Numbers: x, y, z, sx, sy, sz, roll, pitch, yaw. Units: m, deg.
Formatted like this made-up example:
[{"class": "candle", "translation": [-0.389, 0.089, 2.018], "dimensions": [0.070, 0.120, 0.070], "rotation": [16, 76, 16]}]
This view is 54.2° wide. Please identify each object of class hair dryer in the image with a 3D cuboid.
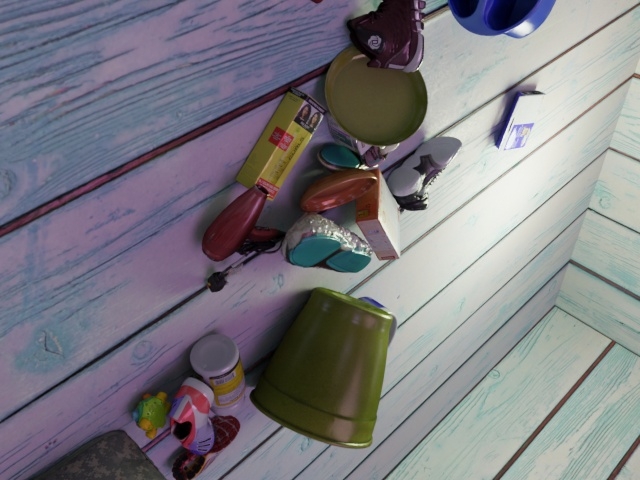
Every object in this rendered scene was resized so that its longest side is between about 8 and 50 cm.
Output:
[{"class": "hair dryer", "translation": [-0.166, -0.023, 1.378], "dimensions": [0.223, 0.080, 0.294], "rotation": [-37, 162, -30]}]

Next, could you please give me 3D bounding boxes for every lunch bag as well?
[{"class": "lunch bag", "translation": [-0.480, 0.576, 1.363], "dimensions": [0.287, 0.235, 0.169], "rotation": [-31, 134, -32]}]

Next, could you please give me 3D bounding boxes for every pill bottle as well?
[{"class": "pill bottle", "translation": [-0.249, 0.340, 1.558], "dimensions": [0.119, 0.119, 0.209], "rotation": [-35, 143, -29]}]

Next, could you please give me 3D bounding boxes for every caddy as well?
[{"class": "caddy", "translation": [0.447, -0.646, 1.472], "dimensions": [0.179, 0.241, 0.342], "rotation": [-4, 122, -58]}]

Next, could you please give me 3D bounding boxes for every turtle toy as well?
[{"class": "turtle toy", "translation": [-0.400, 0.412, 1.475], "dimensions": [0.130, 0.066, 0.095], "rotation": [85, 26, -48]}]

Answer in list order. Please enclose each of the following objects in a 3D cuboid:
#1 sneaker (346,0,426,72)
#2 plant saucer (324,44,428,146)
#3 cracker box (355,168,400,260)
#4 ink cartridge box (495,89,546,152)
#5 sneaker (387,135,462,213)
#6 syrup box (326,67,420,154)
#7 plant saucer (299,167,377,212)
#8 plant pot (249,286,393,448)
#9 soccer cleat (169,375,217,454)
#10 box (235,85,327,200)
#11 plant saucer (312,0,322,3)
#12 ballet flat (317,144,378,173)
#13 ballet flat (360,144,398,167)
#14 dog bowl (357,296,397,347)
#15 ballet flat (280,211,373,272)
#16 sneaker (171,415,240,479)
[{"class": "sneaker", "translation": [0.136, -0.502, 1.332], "dimensions": [0.162, 0.106, 0.282], "rotation": [-3, 100, -7]}, {"class": "plant saucer", "translation": [0.122, -0.321, 1.396], "dimensions": [0.241, 0.241, 0.037], "rotation": [-44, -177, -17]}, {"class": "cracker box", "translation": [0.158, -0.065, 1.696], "dimensions": [0.232, 0.067, 0.156], "rotation": [53, 35, -54]}, {"class": "ink cartridge box", "translation": [0.678, -0.410, 2.153], "dimensions": [0.208, 0.045, 0.206], "rotation": [-16, 131, -46]}, {"class": "sneaker", "translation": [0.307, -0.186, 1.831], "dimensions": [0.268, 0.101, 0.153], "rotation": [-38, 145, -15]}, {"class": "syrup box", "translation": [0.132, -0.322, 1.484], "dimensions": [0.237, 0.093, 0.096], "rotation": [-45, 147, -15]}, {"class": "plant saucer", "translation": [0.039, -0.123, 1.513], "dimensions": [0.199, 0.037, 0.200], "rotation": [-19, 168, -4]}, {"class": "plant pot", "translation": [0.035, 0.330, 1.746], "dimensions": [0.366, 0.366, 0.353], "rotation": [20, 92, -56]}, {"class": "soccer cleat", "translation": [-0.324, 0.460, 1.538], "dimensions": [0.116, 0.108, 0.318], "rotation": [-54, 163, -41]}, {"class": "box", "translation": [-0.084, -0.205, 1.342], "dimensions": [0.232, 0.058, 0.087], "rotation": [-57, 147, 4]}, {"class": "plant saucer", "translation": [-0.013, -0.581, 1.112], "dimensions": [0.259, 0.047, 0.259], "rotation": [5, 115, -53]}, {"class": "ballet flat", "translation": [0.071, -0.194, 1.542], "dimensions": [0.248, 0.086, 0.086], "rotation": [-18, 132, -44]}, {"class": "ballet flat", "translation": [0.172, -0.261, 1.536], "dimensions": [0.077, 0.079, 0.222], "rotation": [59, 46, -36]}, {"class": "dog bowl", "translation": [0.128, 0.318, 2.038], "dimensions": [0.264, 0.104, 0.265], "rotation": [-33, 142, -31]}, {"class": "ballet flat", "translation": [0.000, 0.000, 1.564], "dimensions": [0.147, 0.147, 0.409], "rotation": [-58, 154, 4]}, {"class": "sneaker", "translation": [-0.317, 0.572, 1.730], "dimensions": [0.225, 0.088, 0.093], "rotation": [-40, 165, -23]}]
